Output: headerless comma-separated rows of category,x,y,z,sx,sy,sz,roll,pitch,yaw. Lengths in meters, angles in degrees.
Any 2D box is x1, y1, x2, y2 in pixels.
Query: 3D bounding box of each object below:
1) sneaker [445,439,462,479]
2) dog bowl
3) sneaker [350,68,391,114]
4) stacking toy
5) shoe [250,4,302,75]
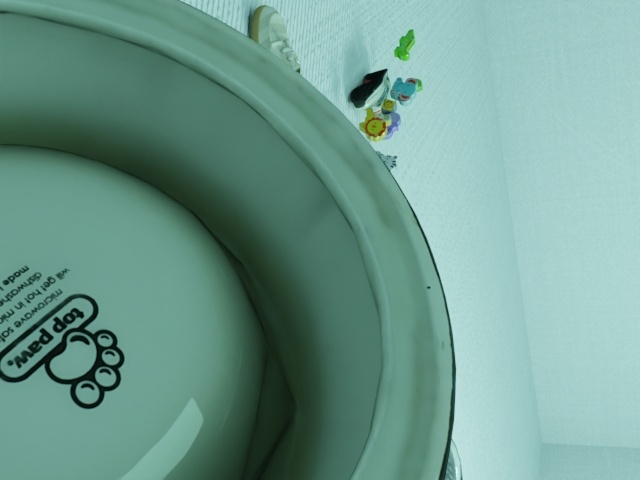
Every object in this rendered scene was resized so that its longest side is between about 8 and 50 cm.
sneaker,0.221,0.502,1.441,0.127,0.126,0.320,-23,119,-61
dog bowl,-0.148,0.047,0.363,0.150,0.408,0.407,123,-11,-48
sneaker,0.102,-0.258,1.347,0.161,0.057,0.075,-61,136,-55
stacking toy,0.139,-0.241,1.324,0.167,0.052,0.221,65,47,-67
shoe,-0.041,-0.214,1.007,0.076,0.058,0.219,-50,132,-58
